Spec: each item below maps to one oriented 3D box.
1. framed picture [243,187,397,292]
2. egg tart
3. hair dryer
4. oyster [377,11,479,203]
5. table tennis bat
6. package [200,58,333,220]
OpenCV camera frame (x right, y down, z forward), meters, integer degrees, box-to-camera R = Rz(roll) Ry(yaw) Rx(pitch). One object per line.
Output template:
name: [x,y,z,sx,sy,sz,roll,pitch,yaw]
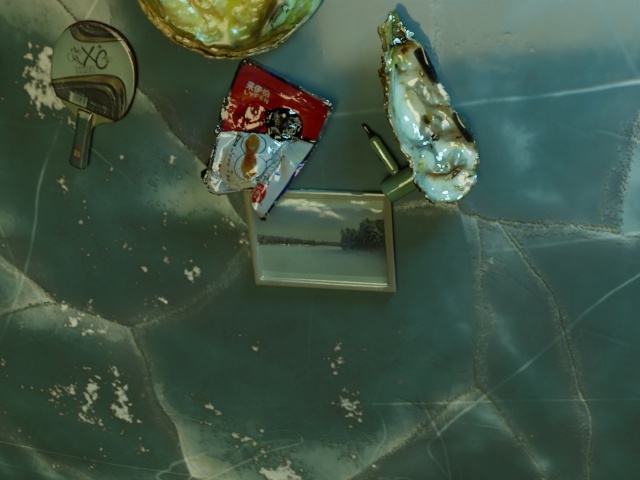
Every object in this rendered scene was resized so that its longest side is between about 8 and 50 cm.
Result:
framed picture: [0.000,0.000,1.643,0.289,0.016,0.213,3,118,15]
egg tart: [-0.153,-0.426,1.348,0.345,0.132,0.345,1,129,2]
hair dryer: [0.119,-0.147,1.521,0.071,0.047,0.150,-32,94,26]
oyster: [0.174,-0.221,1.445,0.128,0.078,0.345,-23,108,4]
table tennis bat: [-0.441,-0.272,1.626,0.173,0.022,0.301,23,120,4]
package: [-0.107,-0.174,1.558,0.194,0.071,0.269,24,109,0]
